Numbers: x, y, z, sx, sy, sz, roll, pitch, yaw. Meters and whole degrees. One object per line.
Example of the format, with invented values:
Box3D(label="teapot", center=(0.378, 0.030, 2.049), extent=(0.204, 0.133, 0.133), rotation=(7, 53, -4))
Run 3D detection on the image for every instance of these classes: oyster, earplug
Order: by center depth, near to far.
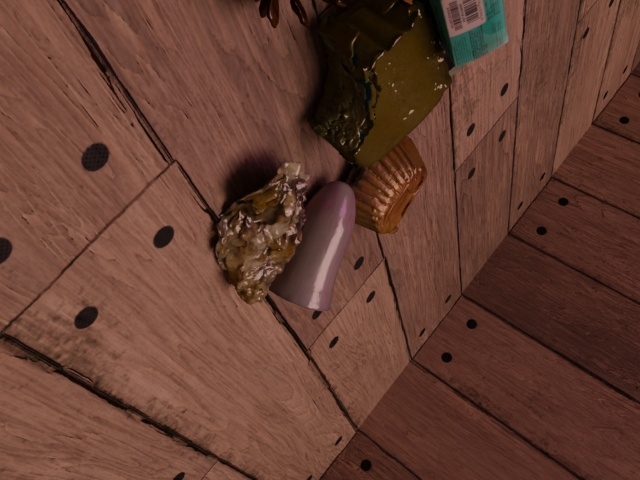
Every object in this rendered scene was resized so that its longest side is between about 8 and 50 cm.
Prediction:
Box3D(label="oyster", center=(-0.113, -0.018, 1.339), extent=(0.238, 0.115, 0.351), rotation=(-14, 130, -52))
Box3D(label="earplug", center=(0.000, 0.000, 1.509), extent=(0.172, 0.172, 0.301), rotation=(13, 102, -61))

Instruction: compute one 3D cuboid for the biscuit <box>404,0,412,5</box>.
Box3D(label="biscuit", center=(0.165, -0.465, 1.419), extent=(0.133, 0.027, 0.184), rotation=(-7, 124, -54))

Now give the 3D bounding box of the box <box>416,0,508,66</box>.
Box3D(label="box", center=(0.226, -0.509, 1.170), extent=(0.118, 0.311, 0.205), rotation=(-25, 154, 8))

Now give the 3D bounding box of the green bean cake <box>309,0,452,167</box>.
Box3D(label="green bean cake", center=(0.085, -0.334, 1.270), extent=(0.285, 0.202, 0.310), rotation=(-42, 150, -4))

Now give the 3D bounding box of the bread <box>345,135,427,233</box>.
Box3D(label="bread", center=(0.170, -0.148, 1.627), extent=(0.274, 0.149, 0.274), rotation=(-44, 156, -25))

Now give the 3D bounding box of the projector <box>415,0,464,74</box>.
Box3D(label="projector", center=(0.311, -0.519, 1.536), extent=(0.259, 0.079, 0.257), rotation=(-28, 141, -41))

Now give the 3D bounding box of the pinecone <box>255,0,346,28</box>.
Box3D(label="pinecone", center=(-0.018, -0.446, 0.962), extent=(0.201, 0.202, 0.229), rotation=(-8, 136, -14))
